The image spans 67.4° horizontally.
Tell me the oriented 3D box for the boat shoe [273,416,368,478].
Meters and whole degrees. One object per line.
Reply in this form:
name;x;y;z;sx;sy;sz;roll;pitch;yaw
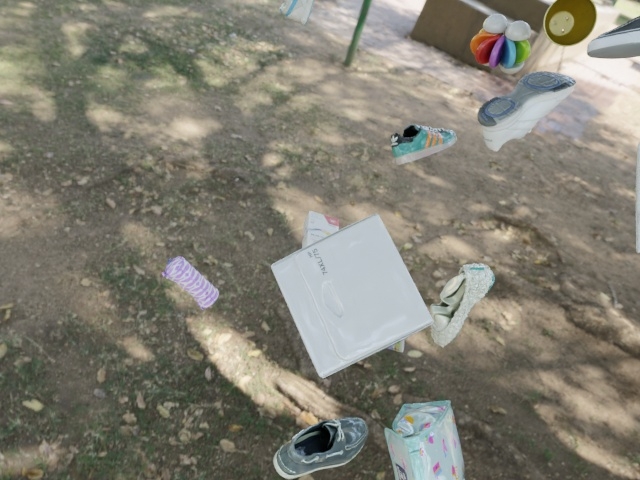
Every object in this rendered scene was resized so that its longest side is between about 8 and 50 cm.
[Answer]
boat shoe;0.025;0.543;1.299;0.319;0.099;0.116;-3;44;-40

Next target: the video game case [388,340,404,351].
video game case;0.213;0.312;1.751;0.193;0.212;0.023;11;41;19

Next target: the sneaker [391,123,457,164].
sneaker;0.373;-0.368;1.720;0.302;0.121;0.108;-25;13;-32

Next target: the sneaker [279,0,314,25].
sneaker;-0.045;-0.713;1.310;0.092;0.229;0.087;18;40;-8

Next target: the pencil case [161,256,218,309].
pencil case;-0.431;0.143;1.609;0.088;0.206;0.086;-48;36;-13

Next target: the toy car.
toy car;0.555;-0.599;1.500;0.182;0.159;0.136;35;64;28

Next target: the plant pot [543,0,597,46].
plant pot;0.687;-0.612;1.345;0.134;0.134;0.095;26;21;3

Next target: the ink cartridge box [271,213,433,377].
ink cartridge box;0.065;0.107;0.863;0.197;0.270;0.198;-26;76;4

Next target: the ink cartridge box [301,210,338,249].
ink cartridge box;0.000;0.000;1.672;0.115;0.067;0.198;15;47;-15

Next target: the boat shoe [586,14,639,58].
boat shoe;0.747;-0.477;1.036;0.113;0.105;0.306;-1;0;-45

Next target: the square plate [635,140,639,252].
square plate;1.086;-0.172;1.488;0.344;0.347;0.049;-22;21;-28

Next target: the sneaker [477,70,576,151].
sneaker;0.540;-0.346;1.270;0.297;0.129;0.111;-29;47;-7

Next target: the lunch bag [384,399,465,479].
lunch bag;0.254;0.534;1.160;0.262;0.160;0.223;-1;80;-68

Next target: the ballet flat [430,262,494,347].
ballet flat;0.488;0.234;1.794;0.147;0.409;0.147;15;34;-11
